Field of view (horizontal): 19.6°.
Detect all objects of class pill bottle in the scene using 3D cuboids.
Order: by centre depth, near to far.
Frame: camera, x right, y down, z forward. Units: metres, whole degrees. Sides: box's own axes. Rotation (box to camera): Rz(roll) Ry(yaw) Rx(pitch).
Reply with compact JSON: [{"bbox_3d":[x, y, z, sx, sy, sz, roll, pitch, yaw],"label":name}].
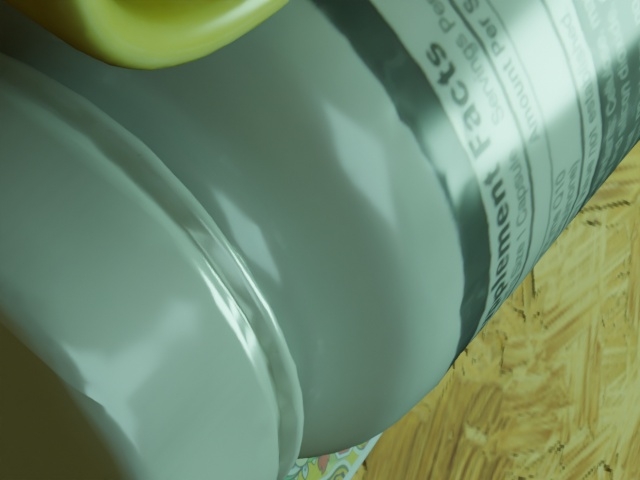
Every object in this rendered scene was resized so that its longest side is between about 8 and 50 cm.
[{"bbox_3d":[-0.004,-0.061,0.600,0.361,0.204,0.204,-45,134,-33],"label":"pill bottle"}]

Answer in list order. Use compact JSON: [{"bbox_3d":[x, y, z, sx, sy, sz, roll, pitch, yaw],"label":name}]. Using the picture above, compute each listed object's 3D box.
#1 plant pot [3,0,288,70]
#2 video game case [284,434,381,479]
[{"bbox_3d":[-0.069,-0.203,0.398,0.254,0.239,0.254,-53,169,-15],"label":"plant pot"},{"bbox_3d":[0.000,0.000,0.787,0.227,0.026,0.206,-53,138,-33],"label":"video game case"}]
